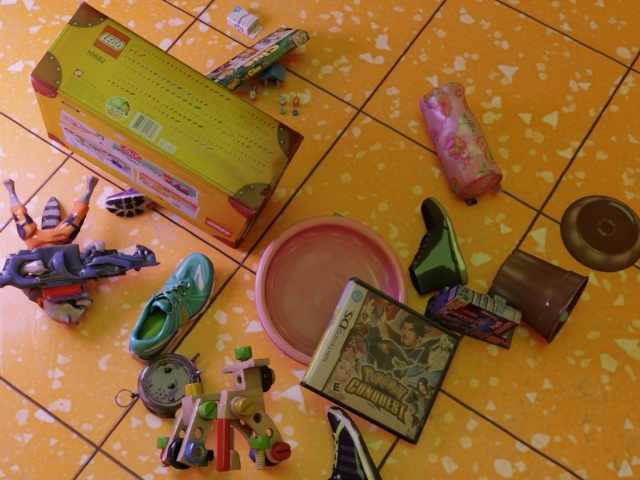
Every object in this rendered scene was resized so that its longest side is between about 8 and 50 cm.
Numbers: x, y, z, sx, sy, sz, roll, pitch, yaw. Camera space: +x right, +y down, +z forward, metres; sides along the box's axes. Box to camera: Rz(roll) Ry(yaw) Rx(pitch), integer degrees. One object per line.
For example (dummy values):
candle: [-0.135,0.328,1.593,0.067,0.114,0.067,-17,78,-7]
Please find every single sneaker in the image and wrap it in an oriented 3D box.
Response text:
sneaker: [0.052,0.446,1.751,0.097,0.084,0.234,-24,67,-10]
sneaker: [-0.315,0.139,1.870,0.107,0.110,0.275,26,66,10]
sneaker: [0.241,0.009,1.961,0.118,0.083,0.222,-15,67,-8]
sneaker: [-0.415,-0.107,2.019,0.170,0.068,0.071,-18,51,-19]

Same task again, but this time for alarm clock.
alarm clock: [-0.333,0.306,1.820,0.192,0.064,0.129,-17,67,-6]

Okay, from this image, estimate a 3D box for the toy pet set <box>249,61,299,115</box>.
toy pet set: [-0.111,-0.375,2.141,0.122,0.065,0.114,5,65,0]

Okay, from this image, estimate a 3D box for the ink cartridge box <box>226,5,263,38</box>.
ink cartridge box: [-0.193,-0.560,2.245,0.083,0.028,0.048,33,68,12]

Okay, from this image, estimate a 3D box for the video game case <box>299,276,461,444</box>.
video game case: [0.129,0.247,1.806,0.275,0.035,0.248,30,73,-12]

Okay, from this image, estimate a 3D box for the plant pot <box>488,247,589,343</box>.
plant pot: [0.463,0.109,1.886,0.165,0.167,0.167,31,68,20]

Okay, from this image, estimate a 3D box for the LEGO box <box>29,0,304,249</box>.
LEGO box: [-0.320,-0.216,1.820,0.500,0.372,0.193,31,74,-4]

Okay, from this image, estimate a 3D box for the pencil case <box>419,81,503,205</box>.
pencil case: [0.331,-0.232,2.061,0.124,0.124,0.284,-16,66,-9]

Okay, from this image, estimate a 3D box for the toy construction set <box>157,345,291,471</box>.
toy construction set: [-0.178,0.315,1.672,0.258,0.309,0.237,2,78,-11]

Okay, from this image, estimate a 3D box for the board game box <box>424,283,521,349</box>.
board game box: [0.344,0.160,1.859,0.194,0.194,0.060,23,67,-7]

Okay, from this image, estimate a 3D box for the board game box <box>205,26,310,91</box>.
board game box: [-0.161,-0.445,2.151,0.260,0.030,0.136,-37,34,-17]

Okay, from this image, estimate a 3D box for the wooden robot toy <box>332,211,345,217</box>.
wooden robot toy: [0.000,0.000,1.961,0.076,0.079,0.173,41,71,16]

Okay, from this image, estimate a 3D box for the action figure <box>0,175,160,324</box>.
action figure: [-0.538,0.027,1.918,0.342,0.178,0.330,2,70,-25]

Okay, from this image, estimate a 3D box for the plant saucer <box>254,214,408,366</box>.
plant saucer: [0.019,0.115,1.869,0.332,0.084,0.332,3,76,-13]

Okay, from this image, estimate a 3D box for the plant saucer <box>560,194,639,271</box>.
plant saucer: [0.656,-0.024,2.016,0.199,0.036,0.198,1,65,-2]
